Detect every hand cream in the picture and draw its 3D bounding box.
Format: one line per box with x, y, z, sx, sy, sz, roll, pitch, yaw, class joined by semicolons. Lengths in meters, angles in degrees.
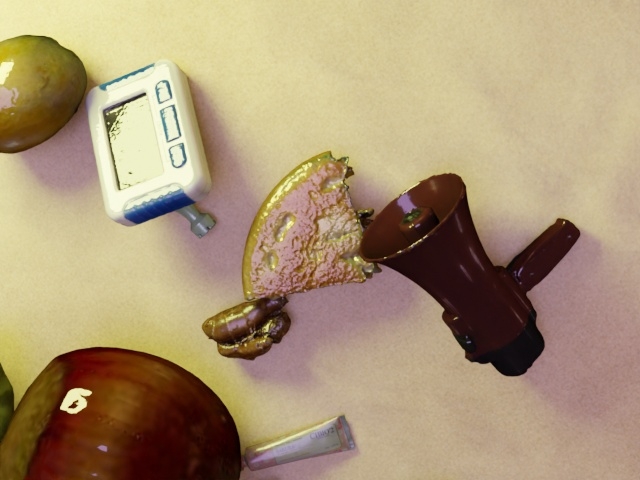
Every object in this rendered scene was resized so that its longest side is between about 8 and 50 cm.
-0.047;0.368;1.520;0.209;0.043;0.067;-17;96;6;hand cream

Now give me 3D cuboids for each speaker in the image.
0.252;0.035;1.373;0.329;0.198;0.259;43;60;-23;speaker

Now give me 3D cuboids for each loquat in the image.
-0.495;-0.243;1.419;0.227;0.179;0.179;-31;94;4;loquat

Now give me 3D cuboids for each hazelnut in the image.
-0.331;0.387;1.408;0.421;0.353;0.421;-1;72;3;hazelnut

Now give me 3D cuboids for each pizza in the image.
0.000;0.000;1.427;0.229;0.081;0.289;27;96;-1;pizza

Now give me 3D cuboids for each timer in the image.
-0.282;-0.159;1.415;0.178;0.078;0.253;-19;70;12;timer

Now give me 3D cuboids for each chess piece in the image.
-0.228;-0.053;1.466;0.067;0.067;0.103;-42;99;13;chess piece

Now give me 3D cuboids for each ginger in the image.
-0.118;0.154;1.476;0.162;0.073;0.103;-25;96;11;ginger

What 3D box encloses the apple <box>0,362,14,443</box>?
-0.688;0.343;1.459;0.360;0.311;0.320;-26;81;21;apple
